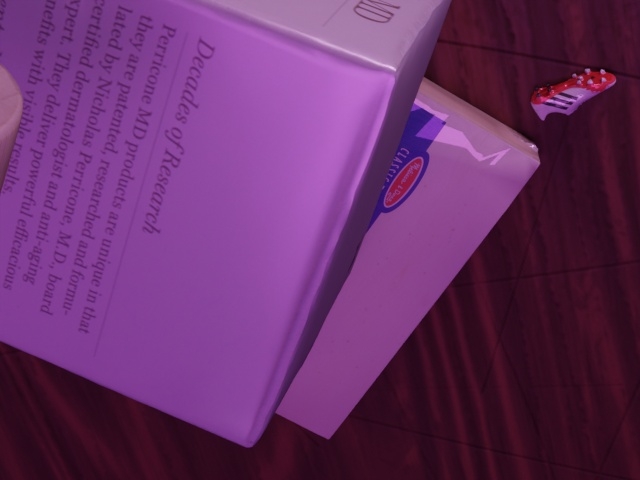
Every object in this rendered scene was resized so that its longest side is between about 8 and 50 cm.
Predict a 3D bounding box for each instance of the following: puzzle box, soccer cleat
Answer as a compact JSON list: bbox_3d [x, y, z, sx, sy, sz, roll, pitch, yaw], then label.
[{"bbox_3d":[0.000,0.000,1.236,0.272,0.052,0.409,29,117,-12],"label":"puzzle box"},{"bbox_3d":[0.246,-0.140,1.158,0.083,0.029,0.036,-16,126,15],"label":"soccer cleat"}]

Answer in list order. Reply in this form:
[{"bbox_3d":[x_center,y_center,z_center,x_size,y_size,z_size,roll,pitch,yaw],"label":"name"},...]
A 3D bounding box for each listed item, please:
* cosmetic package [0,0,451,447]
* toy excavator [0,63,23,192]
[{"bbox_3d":[-0.141,-0.106,0.987,0.393,0.329,0.328,22,116,4],"label":"cosmetic package"},{"bbox_3d":[-0.381,-0.168,0.683,0.432,0.445,0.222,15,123,-17],"label":"toy excavator"}]
